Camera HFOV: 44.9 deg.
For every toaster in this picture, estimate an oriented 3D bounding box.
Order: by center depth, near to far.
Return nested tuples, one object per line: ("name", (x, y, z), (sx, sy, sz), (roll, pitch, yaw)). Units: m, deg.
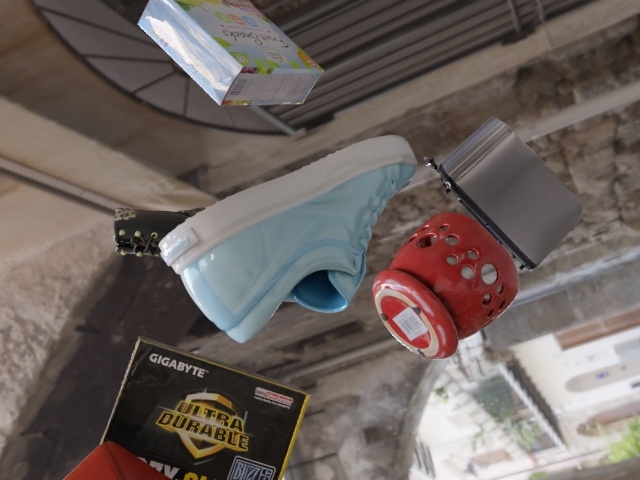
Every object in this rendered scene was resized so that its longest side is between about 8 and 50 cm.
("toaster", (0.235, -0.069, 0.998), (0.185, 0.110, 0.168), (45, -168, -3))

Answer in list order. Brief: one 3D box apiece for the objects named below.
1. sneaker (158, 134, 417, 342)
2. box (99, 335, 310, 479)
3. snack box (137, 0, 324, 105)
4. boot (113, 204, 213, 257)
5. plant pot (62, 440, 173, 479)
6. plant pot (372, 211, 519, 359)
("sneaker", (0.000, 0.000, 0.830), (0.365, 0.135, 0.150), (-28, -92, -42))
("box", (-0.211, 0.340, 1.367), (0.079, 0.321, 0.257), (177, 113, -76))
("snack box", (-0.117, -0.265, 1.068), (0.174, 0.070, 0.207), (46, -151, 16))
("boot", (-0.240, 0.016, 1.241), (0.236, 0.178, 0.085), (-113, 28, -56))
("plant pot", (-0.274, 0.494, 1.080), (0.235, 0.267, 0.267), (39, 168, 40))
("plant pot", (0.188, 0.075, 1.226), (0.191, 0.174, 0.191), (40, 152, 27))
